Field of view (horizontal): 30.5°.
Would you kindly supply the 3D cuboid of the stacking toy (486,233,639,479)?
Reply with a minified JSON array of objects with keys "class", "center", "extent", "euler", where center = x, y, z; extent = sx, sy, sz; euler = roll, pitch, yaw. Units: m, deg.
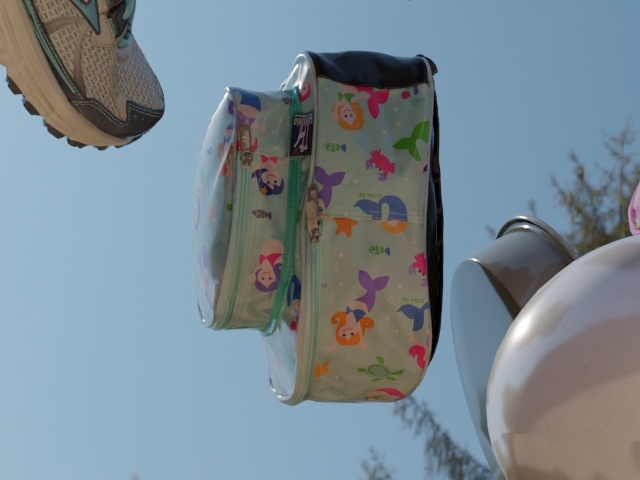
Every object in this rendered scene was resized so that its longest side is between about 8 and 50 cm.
[{"class":"stacking toy","center":[0.071,0.227,0.452],"extent":[0.350,0.350,0.480],"euler":[22,-84,-8]}]

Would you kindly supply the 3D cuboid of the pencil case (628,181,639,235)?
[{"class":"pencil case","center":[0.343,0.007,0.761],"extent":[0.284,0.124,0.124],"euler":[29,-42,2]}]

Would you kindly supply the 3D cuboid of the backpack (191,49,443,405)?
[{"class":"backpack","center":[0.000,0.000,0.887],"extent":[0.191,0.253,0.225],"euler":[-5,-8,-13]}]

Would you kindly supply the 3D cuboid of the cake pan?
[{"class":"cake pan","center":[0.172,0.127,0.904],"extent":[0.054,0.293,0.293],"euler":[-16,-43,-10]}]

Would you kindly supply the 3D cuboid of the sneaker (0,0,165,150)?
[{"class":"sneaker","center":[-0.136,-0.159,0.637],"extent":[0.122,0.110,0.283],"euler":[-21,-39,8]}]
